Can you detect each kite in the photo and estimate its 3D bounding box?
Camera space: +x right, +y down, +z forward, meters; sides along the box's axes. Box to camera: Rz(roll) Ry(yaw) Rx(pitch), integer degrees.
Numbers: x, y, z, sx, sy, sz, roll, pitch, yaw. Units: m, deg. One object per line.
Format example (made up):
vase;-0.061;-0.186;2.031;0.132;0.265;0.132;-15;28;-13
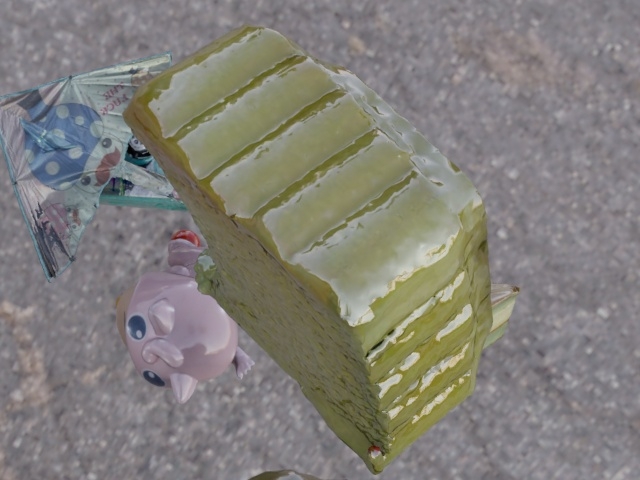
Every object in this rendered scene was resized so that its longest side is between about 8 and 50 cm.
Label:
kite;-0.281;-0.101;1.698;0.314;0.335;0.011;27;0;-11

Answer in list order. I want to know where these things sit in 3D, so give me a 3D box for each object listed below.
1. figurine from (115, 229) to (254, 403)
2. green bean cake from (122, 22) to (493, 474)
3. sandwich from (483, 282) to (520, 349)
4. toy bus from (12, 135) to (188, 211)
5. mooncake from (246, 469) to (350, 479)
figurine;-0.178;0.099;1.774;0.176;0.186;0.287;65;26;-24
green bean cake;0.000;0.000;0.841;0.124;0.236;0.233;-38;60;-14
sandwich;0.103;0.070;1.328;0.163;0.079;0.113;-26;54;-39
toy bus;-0.287;-0.097;1.783;0.262;0.091;0.109;4;81;12
mooncake;-0.025;0.419;1.363;0.201;0.378;0.378;41;27;-37
